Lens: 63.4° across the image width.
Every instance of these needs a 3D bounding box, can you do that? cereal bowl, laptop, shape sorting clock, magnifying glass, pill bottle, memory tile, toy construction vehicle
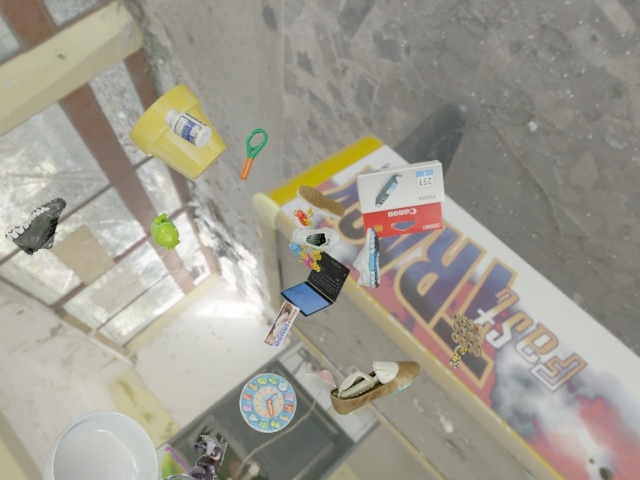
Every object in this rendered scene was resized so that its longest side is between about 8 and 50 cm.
[{"bbox_3d":[-0.668,0.693,1.548,0.339,0.141,0.339,41,-151,-28],"label":"cereal bowl"},{"bbox_3d":[-0.027,0.192,2.389,0.136,0.264,0.234,18,-169,-42],"label":"laptop"},{"bbox_3d":[-0.187,0.583,1.867,0.206,0.206,0.040,47,148,7],"label":"shape sorting clock"},{"bbox_3d":[-0.274,-0.347,2.075,0.092,0.231,0.026,6,158,28],"label":"magnifying glass"},{"bbox_3d":[-0.369,-0.314,1.440,0.120,0.067,0.067,32,160,7],"label":"pill bottle"},{"bbox_3d":[0.473,0.301,1.675,0.148,0.012,0.113,-151,56,-63],"label":"memory tile"},{"bbox_3d":[0.495,0.415,1.874,0.035,0.098,0.086,35,176,15],"label":"toy construction vehicle"}]

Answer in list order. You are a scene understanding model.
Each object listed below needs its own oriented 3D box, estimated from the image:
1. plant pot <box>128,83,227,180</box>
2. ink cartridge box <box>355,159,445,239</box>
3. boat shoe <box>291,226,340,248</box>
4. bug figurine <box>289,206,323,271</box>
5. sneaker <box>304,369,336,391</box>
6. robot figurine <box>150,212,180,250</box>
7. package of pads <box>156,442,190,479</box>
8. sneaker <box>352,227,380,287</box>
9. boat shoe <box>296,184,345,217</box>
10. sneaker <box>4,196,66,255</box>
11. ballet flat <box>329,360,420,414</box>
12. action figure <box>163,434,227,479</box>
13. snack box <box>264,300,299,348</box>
[{"bbox_3d":[-0.444,-0.335,1.689,0.239,0.254,0.254,44,164,-12],"label":"plant pot"},{"bbox_3d":[0.289,-0.132,1.837,0.066,0.296,0.261,-88,-11,-69],"label":"ink cartridge box"},{"bbox_3d":[0.000,0.000,1.858,0.076,0.226,0.083,23,107,43],"label":"boat shoe"},{"bbox_3d":[-0.061,0.005,2.126,0.072,0.279,0.216,-15,129,20],"label":"bug figurine"},{"bbox_3d":[-0.005,0.513,1.938,0.134,0.051,0.070,28,-156,-22],"label":"sneaker"},{"bbox_3d":[-0.424,-0.022,1.410,0.115,0.067,0.101,35,146,57],"label":"robot figurine"},{"bbox_3d":[-0.573,0.969,2.051,0.229,0.101,0.296,59,165,-11],"label":"package of pads"},{"bbox_3d":[0.141,0.054,1.634,0.083,0.191,0.071,-1,175,25],"label":"sneaker"},{"bbox_3d":[-0.014,-0.174,2.527,0.277,0.098,0.096,29,150,-26],"label":"boat shoe"},{"bbox_3d":[-0.768,-0.033,1.442,0.106,0.234,0.078,54,-156,-14],"label":"sneaker"},{"bbox_3d":[0.179,0.494,1.816,0.124,0.342,0.116,56,-167,-27],"label":"ballet flat"},{"bbox_3d":[-0.295,0.568,1.231,0.099,0.185,0.285,10,175,0],"label":"action figure"},{"bbox_3d":[-0.148,0.325,1.990,0.064,0.178,0.022,28,-178,-9],"label":"snack box"}]
